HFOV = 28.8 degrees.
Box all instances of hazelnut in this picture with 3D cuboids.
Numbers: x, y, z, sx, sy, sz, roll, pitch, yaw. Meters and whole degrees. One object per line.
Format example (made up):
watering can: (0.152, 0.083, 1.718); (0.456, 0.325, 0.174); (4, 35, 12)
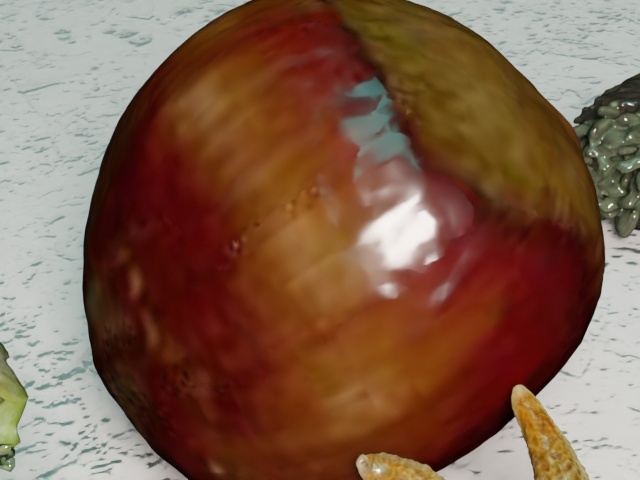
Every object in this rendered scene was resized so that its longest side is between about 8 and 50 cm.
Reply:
hazelnut: (0.000, 0.000, 0.950); (0.421, 0.353, 0.421); (-8, 60, 13)

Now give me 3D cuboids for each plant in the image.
plant: (0.311, -0.082, 1.211); (0.129, 0.132, 0.194); (15, 35, 28)

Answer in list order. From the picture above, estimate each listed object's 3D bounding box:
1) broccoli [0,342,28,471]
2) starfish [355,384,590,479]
broccoli: (-0.298, 0.179, 0.757); (0.304, 0.321, 0.283); (43, 94, 16)
starfish: (0.124, 0.264, 0.706); (0.327, 0.094, 0.375); (16, 65, 9)
